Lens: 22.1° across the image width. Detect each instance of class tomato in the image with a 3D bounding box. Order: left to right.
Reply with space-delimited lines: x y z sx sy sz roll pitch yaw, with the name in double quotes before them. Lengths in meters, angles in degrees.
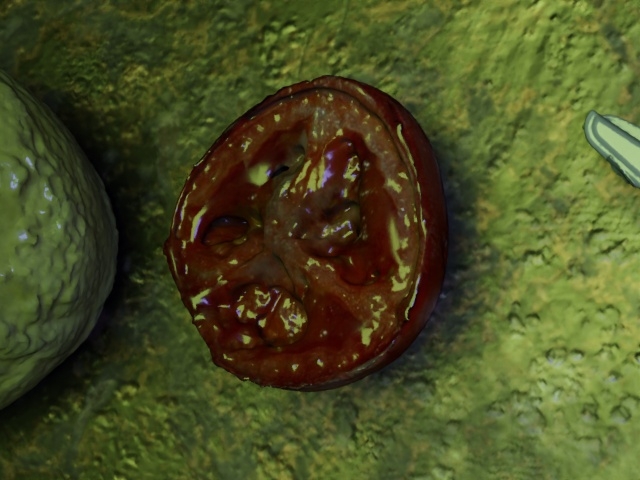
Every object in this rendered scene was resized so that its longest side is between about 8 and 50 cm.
"tomato" 0.002 -0.002 1.184 0.228 0.101 0.228 -5 80 28

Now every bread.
"bread" -0.324 -0.003 1.227 0.320 0.237 0.321 -2 86 23

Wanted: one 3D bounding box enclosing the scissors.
"scissors" 0.281 -0.017 1.115 0.242 0.030 0.118 38 97 17
